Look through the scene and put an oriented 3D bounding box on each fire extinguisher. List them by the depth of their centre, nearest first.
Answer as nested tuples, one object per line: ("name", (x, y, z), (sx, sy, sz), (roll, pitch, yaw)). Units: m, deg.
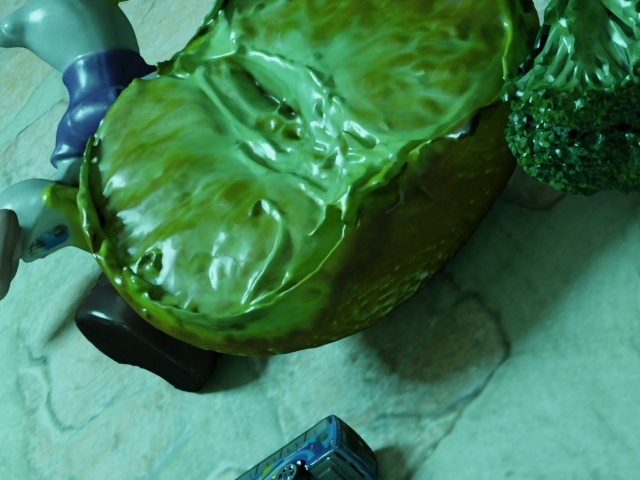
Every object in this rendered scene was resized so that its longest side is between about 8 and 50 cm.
("fire extinguisher", (-0.061, -0.045, 1.331), (0.337, 0.114, 0.135), (-60, -14, -20))

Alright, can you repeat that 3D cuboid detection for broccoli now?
("broccoli", (0.202, -0.144, 0.976), (0.269, 0.242, 0.261), (-29, -2, -26))

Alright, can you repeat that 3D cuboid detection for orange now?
("orange", (0.000, -0.073, 1.150), (0.262, 0.196, 0.334), (37, 92, 24))

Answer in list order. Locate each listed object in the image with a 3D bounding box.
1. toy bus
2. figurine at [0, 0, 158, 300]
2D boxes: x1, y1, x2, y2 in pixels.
("toy bus", (-0.031, 0.171, 1.081), (0.153, 0.051, 0.061), (-37, 25, 21))
("figurine", (-0.214, -0.120, 1.519), (0.154, 0.193, 0.421), (139, 143, -67))
